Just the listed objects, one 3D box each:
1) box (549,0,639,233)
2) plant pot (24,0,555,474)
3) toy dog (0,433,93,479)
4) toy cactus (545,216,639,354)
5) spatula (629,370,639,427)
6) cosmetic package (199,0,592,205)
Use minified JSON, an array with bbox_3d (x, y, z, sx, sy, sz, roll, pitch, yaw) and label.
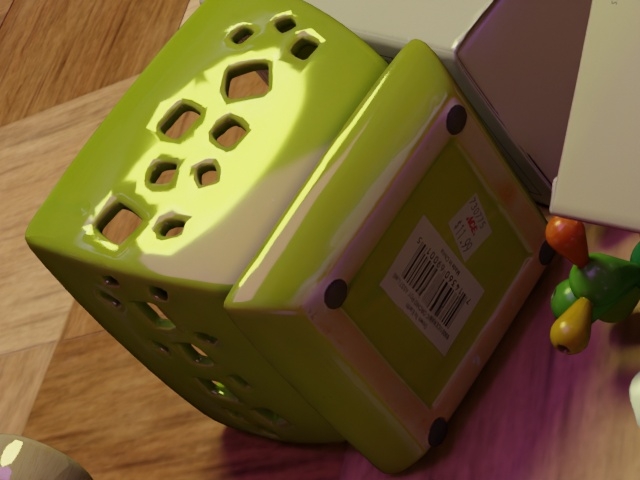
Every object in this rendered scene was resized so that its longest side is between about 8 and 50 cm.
[{"bbox_3d":[0.247,-0.090,0.612,0.243,0.117,0.213,13,96,38],"label":"box"},{"bbox_3d":[0.000,0.000,0.898,0.207,0.228,0.227,19,67,43],"label":"plant pot"},{"bbox_3d":[-0.085,0.229,0.836,0.334,0.161,0.220,21,66,36],"label":"toy dog"},{"bbox_3d":[0.207,-0.005,0.794,0.181,0.112,0.219,-21,18,14],"label":"toy cactus"},{"bbox_3d":[0.278,0.078,0.715,0.242,0.019,0.168,-29,36,19],"label":"spatula"},{"bbox_3d":[0.065,-0.139,1.027,0.113,0.160,0.309,-52,37,-13],"label":"cosmetic package"}]
